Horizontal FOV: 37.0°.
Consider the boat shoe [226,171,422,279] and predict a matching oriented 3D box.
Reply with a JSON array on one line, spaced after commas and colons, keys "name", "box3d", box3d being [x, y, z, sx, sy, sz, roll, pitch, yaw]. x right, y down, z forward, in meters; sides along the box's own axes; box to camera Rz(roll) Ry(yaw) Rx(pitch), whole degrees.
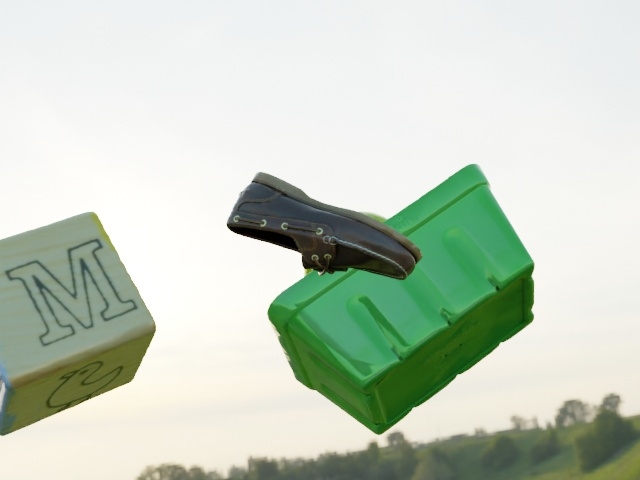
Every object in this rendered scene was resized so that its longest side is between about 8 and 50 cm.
[{"name": "boat shoe", "box3d": [0.000, 0.000, 0.979, 0.207, 0.073, 0.073, 22, -24, 25]}]

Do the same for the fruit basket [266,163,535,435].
[{"name": "fruit basket", "box3d": [0.085, 0.049, 1.400, 0.392, 0.392, 0.283, -10, -35, 5]}]

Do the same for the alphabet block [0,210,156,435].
[{"name": "alphabet block", "box3d": [-0.353, 0.106, 1.235, 0.197, 0.193, 0.192, -21, -18, -31]}]
